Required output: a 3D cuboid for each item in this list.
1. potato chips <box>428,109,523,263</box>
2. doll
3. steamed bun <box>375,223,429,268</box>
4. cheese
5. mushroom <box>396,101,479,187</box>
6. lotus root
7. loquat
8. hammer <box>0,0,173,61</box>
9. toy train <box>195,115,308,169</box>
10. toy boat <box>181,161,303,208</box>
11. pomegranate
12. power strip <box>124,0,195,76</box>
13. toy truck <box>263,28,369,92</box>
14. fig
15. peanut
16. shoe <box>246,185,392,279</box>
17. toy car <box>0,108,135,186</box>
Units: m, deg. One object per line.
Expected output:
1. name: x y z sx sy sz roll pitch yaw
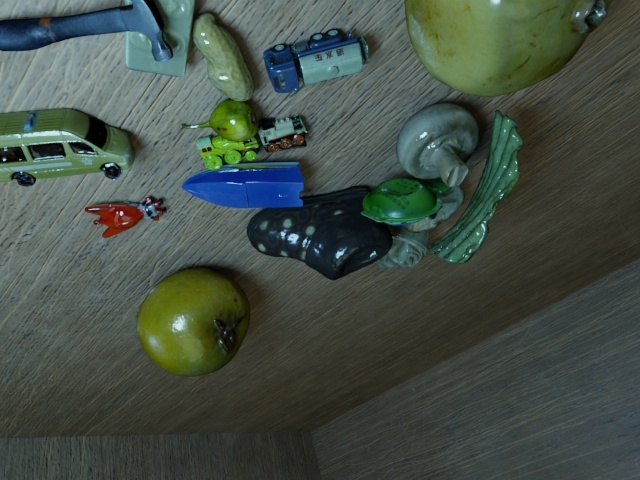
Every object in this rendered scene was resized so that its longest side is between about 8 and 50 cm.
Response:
1. potato chips: 0.402 -0.123 1.110 0.389 0.097 0.373 -68 170 14
2. doll: -0.467 -0.062 1.053 0.169 0.057 0.109 -11 142 -8
3. steamed bun: 0.263 0.023 1.414 0.217 0.144 0.211 -12 145 -7
4. cheese: 0.245 -0.119 1.133 0.320 0.204 0.083 -26 127 -29
5. mushroom: 0.295 -0.217 1.045 0.207 0.215 0.207 -9 139 -7
6. lotus root: 0.298 -0.106 1.278 0.260 0.074 0.170 -18 124 -4
7. loquat: -0.392 0.234 1.295 0.359 0.329 0.328 15 162 34
8. hammer: -0.390 -0.337 0.668 0.289 0.037 0.137 -3 137 7
9. toy train: -0.149 -0.225 0.978 0.249 0.053 0.085 -15 139 -4
10. toy boat: -0.191 -0.138 1.060 0.295 0.088 0.129 -2 144 -4
11. pomegranate: 0.305 -0.406 0.715 0.332 0.333 0.333 -12 144 -9
12. power strip: -0.259 -0.386 0.697 0.105 0.070 0.257 2 142 -24
13. toy truck: -0.005 -0.347 0.844 0.201 0.088 0.074 -15 146 -3
14. fig: -0.211 -0.261 0.903 0.166 0.093 0.093 19 146 13
15. peanut: -0.181 -0.331 0.801 0.080 0.080 0.174 -22 141 6
16. shoe: 0.000 0.000 1.186 0.383 0.237 0.171 -14 145 -7
17. toy car: -0.504 -0.186 0.833 0.256 0.101 0.124 -8 140 -11
